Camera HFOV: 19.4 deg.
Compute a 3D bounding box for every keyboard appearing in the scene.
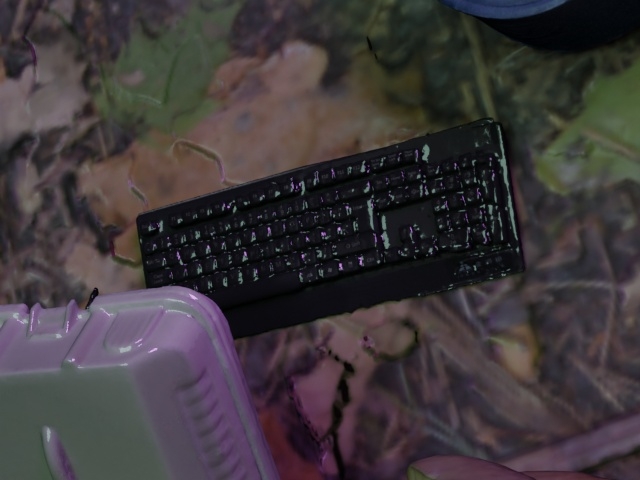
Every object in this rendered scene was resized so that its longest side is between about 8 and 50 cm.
[{"bbox_3d":[-0.001,0.000,0.873,0.196,0.015,0.074,-14,75,26],"label":"keyboard"}]

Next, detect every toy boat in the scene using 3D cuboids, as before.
[{"bbox_3d":[-0.061,0.126,0.792,0.141,0.269,0.140,-16,39,13],"label":"toy boat"}]

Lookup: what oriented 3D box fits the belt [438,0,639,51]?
[{"bbox_3d":[0.088,-0.178,0.820,0.141,0.082,0.190,-32,68,23],"label":"belt"}]

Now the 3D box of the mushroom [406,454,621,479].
[{"bbox_3d":[0.116,0.147,0.696,0.286,0.151,0.156,-155,54,-70],"label":"mushroom"}]
